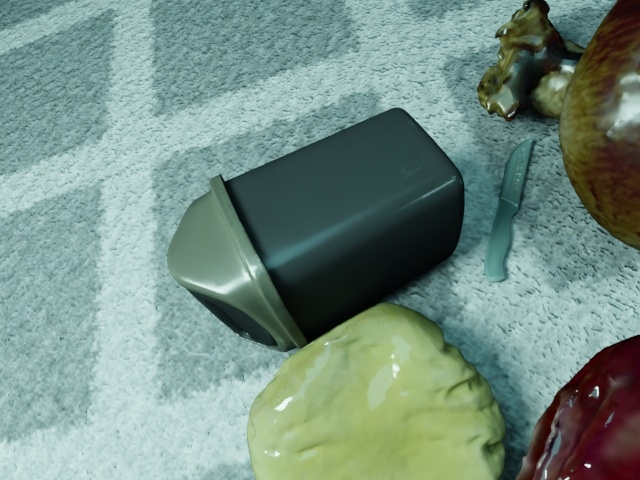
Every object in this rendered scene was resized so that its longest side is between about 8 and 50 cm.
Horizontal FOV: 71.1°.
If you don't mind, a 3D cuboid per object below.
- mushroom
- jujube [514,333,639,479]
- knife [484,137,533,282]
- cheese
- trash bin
[{"bbox_3d":[0.372,-0.133,0.466,0.334,0.356,0.331,31,69,-12],"label":"mushroom"},{"bbox_3d":[0.248,0.228,0.288,0.258,0.258,0.376,30,83,27],"label":"jujube"},{"bbox_3d":[0.234,-0.043,0.559,0.028,0.015,0.210,9,66,28],"label":"knife"},{"bbox_3d":[0.053,0.179,0.423,0.226,0.117,0.214,-38,85,-9],"label":"cheese"},{"bbox_3d":[0.000,0.000,0.502,0.290,0.209,0.182,-27,58,-4],"label":"trash bin"}]
